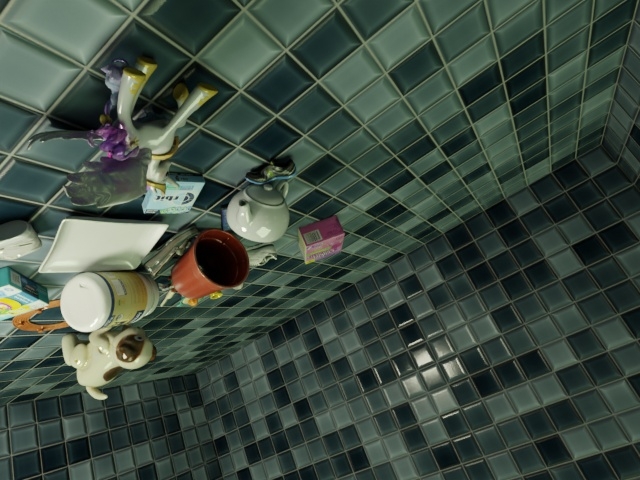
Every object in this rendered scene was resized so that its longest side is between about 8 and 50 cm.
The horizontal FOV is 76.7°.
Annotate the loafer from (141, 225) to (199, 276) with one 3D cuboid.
[{"bbox_3d":[-0.594,0.044,1.641,0.268,0.084,0.096,-34,176,4],"label":"loafer"}]

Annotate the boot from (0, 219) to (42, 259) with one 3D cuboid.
[{"bbox_3d":[-1.000,0.027,1.227,0.259,0.095,0.123,-17,151,-19],"label":"boot"}]

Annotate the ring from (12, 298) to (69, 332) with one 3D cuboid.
[{"bbox_3d":[-1.207,0.351,1.860,0.337,0.032,0.336,-20,157,-9],"label":"ring"}]

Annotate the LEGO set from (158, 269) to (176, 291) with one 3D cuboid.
[{"bbox_3d":[-0.675,0.200,2.017,0.182,0.060,0.244,-41,147,13],"label":"LEGO set"}]

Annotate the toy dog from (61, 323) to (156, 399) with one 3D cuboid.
[{"bbox_3d":[-1.064,0.582,2.079,0.409,0.394,0.284,-20,151,13],"label":"toy dog"}]

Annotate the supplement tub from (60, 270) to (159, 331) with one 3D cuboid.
[{"bbox_3d":[-0.846,0.238,1.656,0.229,0.228,0.316,-30,170,15],"label":"supplement tub"}]

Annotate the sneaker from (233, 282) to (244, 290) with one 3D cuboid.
[{"bbox_3d":[-0.443,0.167,1.991,0.101,0.107,0.271,-16,136,-3],"label":"sneaker"}]

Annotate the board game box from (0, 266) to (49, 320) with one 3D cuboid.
[{"bbox_3d":[-1.238,0.226,1.475,0.337,0.079,0.253,-19,158,-12],"label":"board game box"}]

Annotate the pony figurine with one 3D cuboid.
[{"bbox_3d":[-0.457,-0.245,0.976,0.351,0.302,0.363,-10,141,-50],"label":"pony figurine"}]

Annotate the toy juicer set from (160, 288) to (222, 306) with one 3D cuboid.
[{"bbox_3d":[-0.689,0.296,2.173,0.330,0.089,0.209,-13,156,-22],"label":"toy juicer set"}]

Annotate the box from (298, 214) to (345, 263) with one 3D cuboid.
[{"bbox_3d":[0.000,0.000,2.141,0.214,0.117,0.243,-19,158,-11],"label":"box"}]

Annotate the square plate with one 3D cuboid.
[{"bbox_3d":[-0.788,0.013,1.474,0.344,0.049,0.347,1,148,-47],"label":"square plate"}]

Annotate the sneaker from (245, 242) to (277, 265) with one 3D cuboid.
[{"bbox_3d":[-0.336,0.087,2.037,0.235,0.094,0.090,-21,161,2],"label":"sneaker"}]

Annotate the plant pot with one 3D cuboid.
[{"bbox_3d":[-0.498,0.124,1.768,0.265,0.272,0.273,-30,159,36],"label":"plant pot"}]

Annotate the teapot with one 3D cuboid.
[{"bbox_3d":[-0.216,-0.128,1.508,0.253,0.256,0.186,7,123,-27],"label":"teapot"}]

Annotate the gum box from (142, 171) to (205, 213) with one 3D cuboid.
[{"bbox_3d":[-0.501,-0.158,1.375,0.157,0.041,0.184,-4,152,-41],"label":"gum box"}]

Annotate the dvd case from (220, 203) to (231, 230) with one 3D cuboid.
[{"bbox_3d":[-0.292,-0.120,1.700,0.253,0.022,0.180,-15,156,-19],"label":"dvd case"}]

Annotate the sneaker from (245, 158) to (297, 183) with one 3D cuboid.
[{"bbox_3d":[-0.181,-0.254,1.462,0.189,0.067,0.078,-13,127,-7],"label":"sneaker"}]
